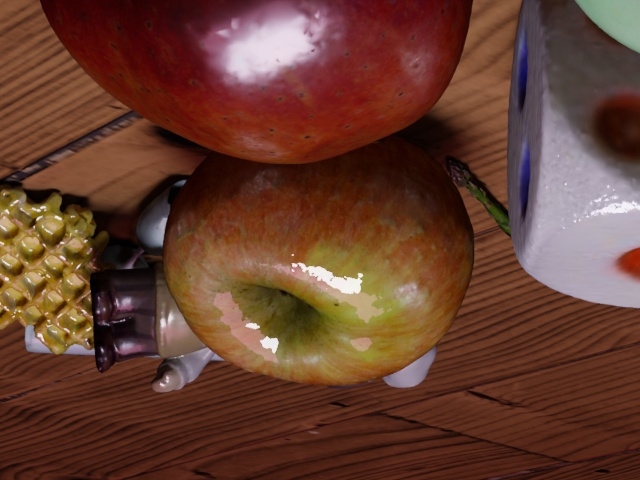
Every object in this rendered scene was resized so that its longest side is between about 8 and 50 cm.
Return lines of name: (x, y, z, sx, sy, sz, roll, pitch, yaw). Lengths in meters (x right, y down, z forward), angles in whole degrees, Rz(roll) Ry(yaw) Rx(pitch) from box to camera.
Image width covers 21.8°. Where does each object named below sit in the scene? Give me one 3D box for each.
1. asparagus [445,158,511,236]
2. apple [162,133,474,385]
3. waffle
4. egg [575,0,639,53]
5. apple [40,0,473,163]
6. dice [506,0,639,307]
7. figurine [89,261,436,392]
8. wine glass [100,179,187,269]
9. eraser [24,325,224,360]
asparagus: (0.189, -0.044, 1.879, 0.022, 0.023, 0.233, -49, 148, 2)
apple: (0.000, 0.000, 1.692, 0.309, 0.250, 0.277, 27, 136, -13)
waffle: (-0.366, 0.040, 1.948, 0.253, 0.056, 0.249, -7, 126, 6)
egg: (0.289, -0.225, 1.124, 0.269, 0.220, 0.220, -7, 160, -6)
apple: (-0.047, -0.202, 1.308, 0.295, 0.329, 0.365, -44, 155, 2)
dice: (0.299, -0.093, 1.428, 0.259, 0.251, 0.243, 2, 157, -2)
figurine: (-0.070, 0.076, 1.882, 0.365, 0.218, 0.206, -10, -165, -21)
wine glass: (-0.194, -0.005, 1.942, 0.074, 0.074, 0.262, 10, 157, -22)
eraser: (-0.230, 0.098, 2.129, 0.290, 0.104, 0.189, 3, 179, -4)
